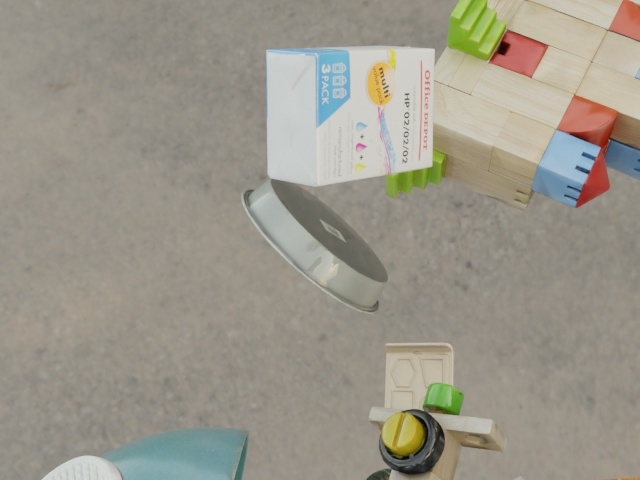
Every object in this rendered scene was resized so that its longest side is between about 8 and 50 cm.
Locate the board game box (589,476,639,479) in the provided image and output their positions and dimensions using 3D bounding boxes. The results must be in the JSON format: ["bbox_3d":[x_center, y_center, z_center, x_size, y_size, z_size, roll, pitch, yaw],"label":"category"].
[{"bbox_3d":[0.510,0.614,1.524,0.356,0.356,0.356,8,20,-37],"label":"board game box"}]

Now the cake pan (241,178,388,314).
[{"bbox_3d":[0.000,0.000,1.616,0.054,0.293,0.293,-48,42,13],"label":"cake pan"}]

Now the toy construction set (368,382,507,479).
[{"bbox_3d":[0.089,0.272,0.939,0.309,0.257,0.237,-25,47,53],"label":"toy construction set"}]

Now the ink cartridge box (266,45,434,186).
[{"bbox_3d":[0.040,-0.109,0.835,0.061,0.104,0.181,12,18,43],"label":"ink cartridge box"}]

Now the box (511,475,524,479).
[{"bbox_3d":[0.225,0.377,1.273,0.130,0.170,0.091,-26,81,5],"label":"box"}]

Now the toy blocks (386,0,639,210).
[{"bbox_3d":[0.272,-0.169,1.078,0.260,0.191,0.381,25,66,15],"label":"toy blocks"}]

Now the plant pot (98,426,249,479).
[{"bbox_3d":[-0.218,0.373,1.301,0.195,0.290,0.290,12,48,1],"label":"plant pot"}]

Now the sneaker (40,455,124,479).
[{"bbox_3d":[-0.261,0.351,1.045,0.102,0.161,0.282,36,97,35],"label":"sneaker"}]

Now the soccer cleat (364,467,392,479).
[{"bbox_3d":[0.116,0.298,1.145,0.072,0.179,0.060,-3,73,44],"label":"soccer cleat"}]

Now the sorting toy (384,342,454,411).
[{"bbox_3d":[0.226,0.336,2.256,0.193,0.038,0.208,-6,82,43],"label":"sorting toy"}]
